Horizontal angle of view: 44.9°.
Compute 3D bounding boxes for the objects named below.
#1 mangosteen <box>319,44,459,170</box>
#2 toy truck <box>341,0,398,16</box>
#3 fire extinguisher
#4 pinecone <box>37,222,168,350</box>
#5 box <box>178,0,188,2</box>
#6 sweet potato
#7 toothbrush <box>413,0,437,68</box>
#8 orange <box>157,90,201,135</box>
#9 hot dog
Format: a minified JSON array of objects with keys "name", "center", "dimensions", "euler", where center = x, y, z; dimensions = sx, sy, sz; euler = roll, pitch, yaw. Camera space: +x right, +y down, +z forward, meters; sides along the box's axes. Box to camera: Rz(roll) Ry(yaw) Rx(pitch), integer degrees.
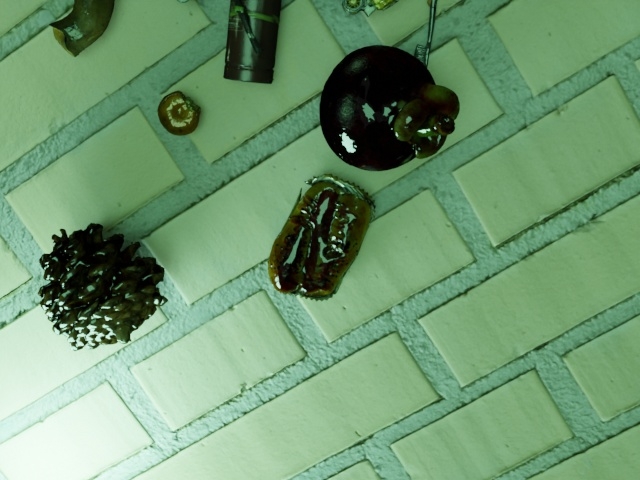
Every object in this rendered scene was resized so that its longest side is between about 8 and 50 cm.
[{"name":"mangosteen","center":[0.125,-0.226,1.369],"dimensions":[0.265,0.228,0.228],"euler":[26,109,38]},{"name":"toy truck","center":[0.048,-0.501,1.388],"dimensions":[0.114,0.098,0.227],"euler":[-39,100,9]},{"name":"fire extinguisher","center":[-0.114,-0.458,1.397],"dimensions":[0.105,0.141,0.341],"euler":[0,106,-23]},{"name":"pinecone","center":[-0.430,0.084,1.509],"dimensions":[0.244,0.243,0.257],"euler":[-21,96,10]},{"name":"box","center":[-0.232,-0.500,1.426],"dimensions":[0.122,0.069,0.084],"euler":[-35,100,12]},{"name":"sweet potato","center":[-0.433,-0.483,1.439],"dimensions":[0.112,0.085,0.285],"euler":[15,104,6]},{"name":"toothbrush","center":[0.205,-0.470,1.418],"dimensions":[0.031,0.023,0.320],"euler":[7,105,0]},{"name":"orange","center":[-0.273,-0.243,1.497],"dimensions":[0.086,0.062,0.086],"euler":[0,90,-4]},{"name":"hot dog","center":[0.000,0.000,1.524],"dimensions":[0.163,0.082,0.270],"euler":[26,104,-3]}]
